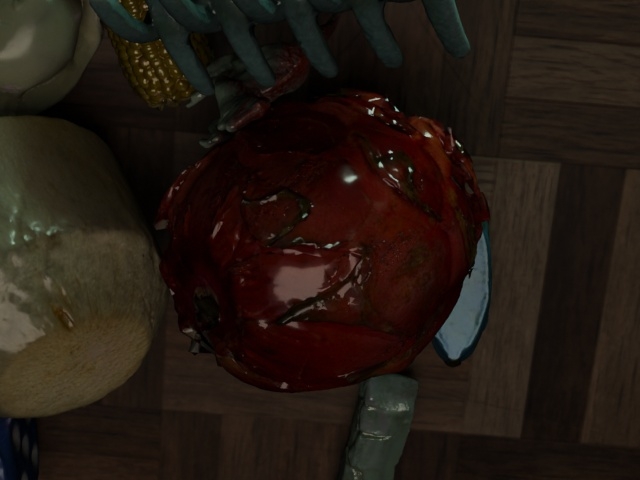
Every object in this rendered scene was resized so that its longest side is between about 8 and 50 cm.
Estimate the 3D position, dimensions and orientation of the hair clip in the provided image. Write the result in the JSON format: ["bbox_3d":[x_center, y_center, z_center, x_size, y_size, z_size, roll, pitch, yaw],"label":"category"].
[{"bbox_3d":[-0.028,-0.281,1.546,0.318,0.238,0.392,-7,154,17],"label":"hair clip"}]

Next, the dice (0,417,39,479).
[{"bbox_3d":[-0.387,0.229,1.924,0.146,0.146,0.143,-2,114,3],"label":"dice"}]

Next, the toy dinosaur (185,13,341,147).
[{"bbox_3d":[-0.034,-0.167,1.684,0.242,0.167,0.053,-35,108,-25],"label":"toy dinosaur"}]

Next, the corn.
[{"bbox_3d":[-0.177,-0.252,1.720,0.091,0.091,0.260,-19,109,0],"label":"corn"}]

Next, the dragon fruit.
[{"bbox_3d":[0.000,0.000,1.706,0.301,0.295,0.296,-22,120,-31],"label":"dragon fruit"}]

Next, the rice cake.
[{"bbox_3d":[0.046,0.291,1.989,0.066,0.063,0.336,6,115,-10],"label":"rice cake"}]

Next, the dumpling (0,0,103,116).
[{"bbox_3d":[-0.269,-0.198,1.747,0.134,0.100,0.169,35,71,-44],"label":"dumpling"}]

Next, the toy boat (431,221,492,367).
[{"bbox_3d":[0.142,0.049,1.874,0.075,0.077,0.185,-1,106,3],"label":"toy boat"}]

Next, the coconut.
[{"bbox_3d":[-0.304,0.013,1.758,0.328,0.329,0.329,1,116,1],"label":"coconut"}]
